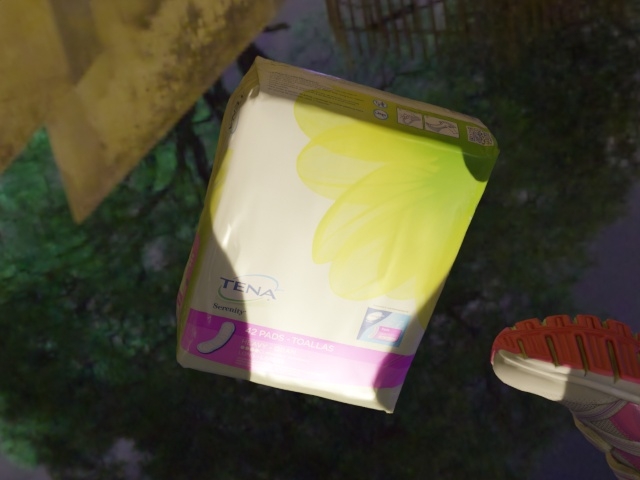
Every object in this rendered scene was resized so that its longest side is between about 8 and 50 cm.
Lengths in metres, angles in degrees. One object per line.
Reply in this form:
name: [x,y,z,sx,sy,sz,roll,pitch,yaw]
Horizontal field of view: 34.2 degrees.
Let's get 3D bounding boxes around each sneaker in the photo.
sneaker: [0.243,0.140,0.785,0.252,0.111,0.103,21,-157,12]

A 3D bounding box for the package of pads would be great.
package of pads: [0.000,0.000,0.947,0.229,0.296,0.101,14,-154,-10]
